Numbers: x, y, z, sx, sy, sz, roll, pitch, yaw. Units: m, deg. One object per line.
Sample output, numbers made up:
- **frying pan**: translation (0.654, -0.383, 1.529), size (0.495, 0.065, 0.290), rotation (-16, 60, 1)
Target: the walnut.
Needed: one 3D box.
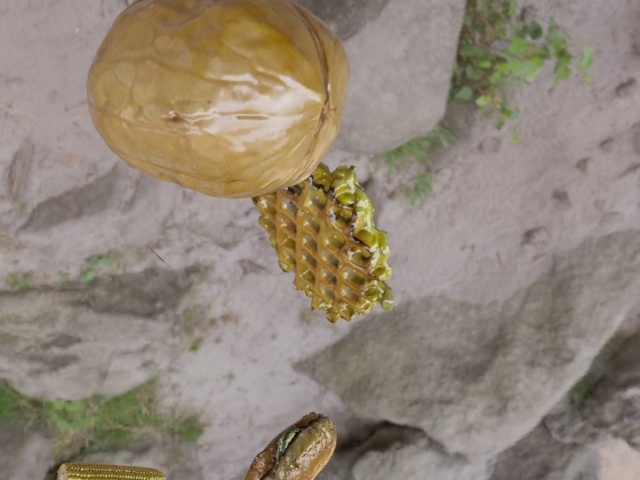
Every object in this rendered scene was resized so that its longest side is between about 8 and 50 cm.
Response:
- **walnut**: translation (-0.067, -0.097, 0.545), size (0.180, 0.144, 0.144), rotation (13, 140, 24)

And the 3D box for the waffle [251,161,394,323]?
- **waffle**: translation (0.000, 0.000, 1.106), size (0.058, 0.243, 0.238), rotation (-37, 106, -30)

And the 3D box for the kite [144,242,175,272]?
- **kite**: translation (-0.212, 0.026, 1.141), size (0.002, 0.078, 0.044), rotation (-46, 160, -7)

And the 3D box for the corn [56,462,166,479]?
- **corn**: translation (-0.444, 0.520, 1.820), size (0.248, 0.081, 0.081), rotation (17, 124, -39)

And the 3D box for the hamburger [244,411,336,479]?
- **hamburger**: translation (-0.038, 0.333, 1.311), size (0.176, 0.087, 0.102), rotation (-38, 166, -21)
